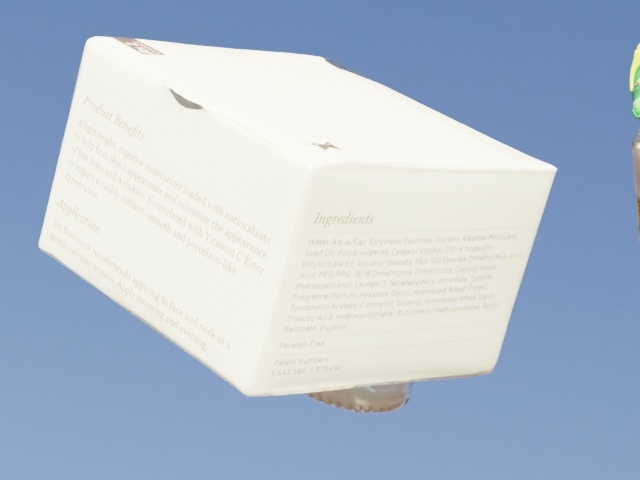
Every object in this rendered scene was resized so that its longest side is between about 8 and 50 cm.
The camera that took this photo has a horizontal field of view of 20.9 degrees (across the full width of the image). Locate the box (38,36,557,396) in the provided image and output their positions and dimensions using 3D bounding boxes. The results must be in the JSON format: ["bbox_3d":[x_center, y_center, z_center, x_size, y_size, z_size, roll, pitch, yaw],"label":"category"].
[{"bbox_3d":[-0.013,-0.016,0.883,0.182,0.119,0.181,-1,23,-44],"label":"box"}]

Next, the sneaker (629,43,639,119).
[{"bbox_3d":[0.487,-0.144,1.939,0.295,0.123,0.109,17,8,18],"label":"sneaker"}]

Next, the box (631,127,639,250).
[{"bbox_3d":[0.243,0.036,1.090,0.067,0.063,0.324,17,-35,26],"label":"box"}]

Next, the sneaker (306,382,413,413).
[{"bbox_3d":[0.000,0.000,1.222,0.094,0.235,0.153,-6,-47,-38],"label":"sneaker"}]
